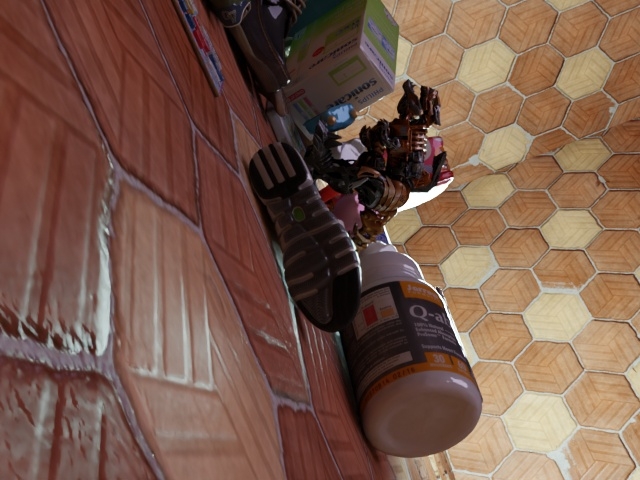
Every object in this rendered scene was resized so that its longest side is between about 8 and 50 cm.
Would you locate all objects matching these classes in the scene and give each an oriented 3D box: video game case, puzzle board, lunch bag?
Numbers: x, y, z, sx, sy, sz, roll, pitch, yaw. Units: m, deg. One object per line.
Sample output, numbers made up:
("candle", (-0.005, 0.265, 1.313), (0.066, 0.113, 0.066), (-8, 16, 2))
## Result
("video game case", (-0.049, -0.169, 1.414), (0.212, 0.023, 0.193), (-96, 164, -69))
("puzzle board", (-0.137, -0.232, 0.885), (0.096, 0.011, 0.128), (-97, 165, -67))
("lunch bag", (0.123, -0.120, 1.687), (0.293, 0.258, 0.120), (141, -66, -71))

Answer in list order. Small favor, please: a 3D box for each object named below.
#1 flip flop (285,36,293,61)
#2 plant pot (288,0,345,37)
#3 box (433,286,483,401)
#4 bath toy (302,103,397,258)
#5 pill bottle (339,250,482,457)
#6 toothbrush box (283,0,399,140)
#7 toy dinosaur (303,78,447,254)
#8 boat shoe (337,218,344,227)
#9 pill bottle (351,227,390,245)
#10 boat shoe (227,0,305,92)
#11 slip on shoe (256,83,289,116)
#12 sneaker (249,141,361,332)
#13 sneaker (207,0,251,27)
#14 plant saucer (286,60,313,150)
("flip flop", (-0.061, -0.408, 1.836), (0.080, 0.112, 0.277), (55, 6, 21))
("plant pot", (-0.074, -0.608, 1.718), (0.252, 0.247, 0.248), (55, 6, 1))
("box", (0.165, 0.208, 1.348), (0.167, 0.168, 0.203), (42, 28, -77))
("bath toy", (0.058, -0.067, 1.432), (0.151, 0.129, 0.349), (-11, 85, -43))
("pill bottle", (0.113, 0.151, 1.109), (0.278, 0.162, 0.162), (-104, 171, -50))
("toothbrush box", (0.041, -0.363, 1.581), (0.122, 0.206, 0.283), (47, 32, -29))
("toy dinosaur", (0.078, -0.105, 1.255), (0.164, 0.218, 0.322), (135, -24, -79))
("boat shoe", (0.000, 0.000, 1.103), (0.184, 0.066, 0.063), (46, 38, -81))
("pill bottle", (0.091, 0.035, 1.556), (0.112, 0.112, 0.187), (63, 8, -45))
("boat shoe", (-0.095, -0.398, 1.257), (0.132, 0.130, 0.356), (58, 13, -62))
("slip on shoe", (-0.084, -0.251, 1.285), (0.051, 0.041, 0.135), (61, 10, -58))
("sneaker", (-0.007, 0.001, 0.921), (0.132, 0.086, 0.229), (55, 14, -76))
("sneaker", (-0.135, -0.357, 1.125), (0.192, 0.064, 0.086), (-98, 174, -64))
("plant saucer", (-0.033, -0.261, 1.722), (0.278, 0.041, 0.278), (-19, 90, -80))
